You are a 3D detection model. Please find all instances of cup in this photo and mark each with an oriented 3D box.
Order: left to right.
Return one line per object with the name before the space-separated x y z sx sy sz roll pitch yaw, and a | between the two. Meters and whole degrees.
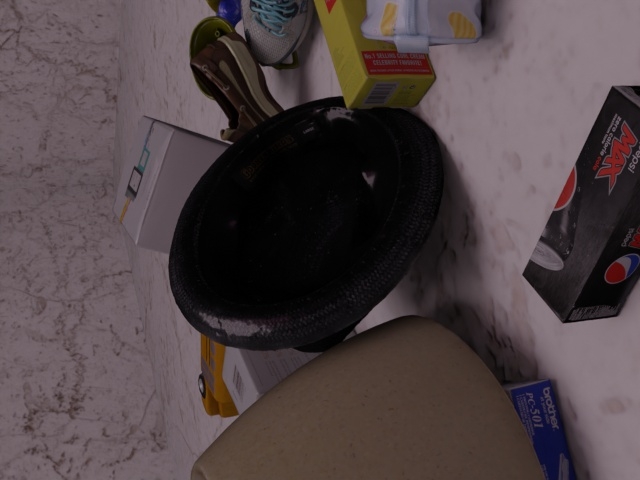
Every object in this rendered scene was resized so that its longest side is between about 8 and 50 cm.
cup | 0.017 0.256 0.666 0.331 0.237 0.330 169 90 -67

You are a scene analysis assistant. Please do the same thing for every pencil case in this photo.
pencil case | 0.098 -0.303 0.617 0.124 0.114 0.273 -92 5 -67

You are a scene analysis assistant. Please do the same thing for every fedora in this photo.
fedora | 0.000 0.000 0.798 0.152 0.334 0.334 59 -179 -46

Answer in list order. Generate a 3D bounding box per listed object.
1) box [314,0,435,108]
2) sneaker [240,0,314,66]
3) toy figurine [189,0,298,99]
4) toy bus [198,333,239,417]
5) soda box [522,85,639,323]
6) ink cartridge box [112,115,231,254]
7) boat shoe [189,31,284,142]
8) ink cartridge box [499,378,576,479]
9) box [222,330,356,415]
box | 0.045 -0.255 0.794 0.058 0.087 0.232 128 133 -58
sneaker | -0.062 -0.337 0.939 0.283 0.110 0.122 110 -178 -48
toy figurine | -0.132 -0.409 1.183 0.217 0.191 0.362 -29 -76 -80
toy bus | -0.164 0.187 1.374 0.130 0.108 0.332 -143 52 -59
soda box | 0.205 -0.022 0.507 0.060 0.053 0.168 -119 33 -44
ink cartridge box | -0.227 -0.089 1.277 0.270 0.198 0.197 32 103 63
boat shoe | -0.103 -0.166 1.051 0.257 0.095 0.095 60 163 -5
ink cartridge box | 0.151 0.190 0.693 0.207 0.046 0.097 146 114 -66
box | -0.028 0.177 0.961 0.130 0.171 0.091 -124 37 -49
